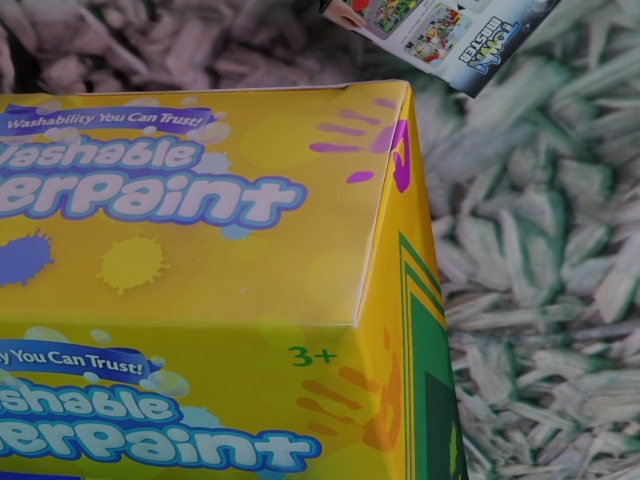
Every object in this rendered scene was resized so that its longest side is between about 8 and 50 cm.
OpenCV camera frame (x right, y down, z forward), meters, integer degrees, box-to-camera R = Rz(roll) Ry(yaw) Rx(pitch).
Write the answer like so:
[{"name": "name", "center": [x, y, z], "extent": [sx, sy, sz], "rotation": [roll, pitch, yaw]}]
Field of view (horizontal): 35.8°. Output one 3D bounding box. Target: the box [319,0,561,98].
[{"name": "box", "center": [0.100, -0.180, 0.536], "extent": [0.114, 0.036, 0.207], "rotation": [25, 130, -20]}]

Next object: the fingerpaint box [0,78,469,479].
[{"name": "fingerpaint box", "center": [-0.152, 0.100, 0.598], "extent": [0.445, 0.163, 0.371], "rotation": [1, 137, 15]}]
